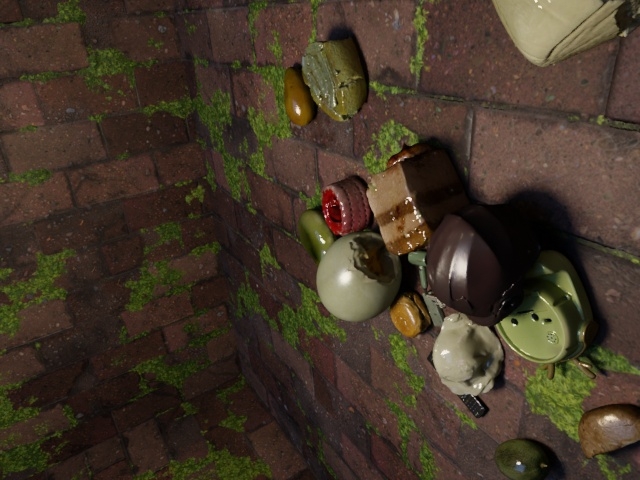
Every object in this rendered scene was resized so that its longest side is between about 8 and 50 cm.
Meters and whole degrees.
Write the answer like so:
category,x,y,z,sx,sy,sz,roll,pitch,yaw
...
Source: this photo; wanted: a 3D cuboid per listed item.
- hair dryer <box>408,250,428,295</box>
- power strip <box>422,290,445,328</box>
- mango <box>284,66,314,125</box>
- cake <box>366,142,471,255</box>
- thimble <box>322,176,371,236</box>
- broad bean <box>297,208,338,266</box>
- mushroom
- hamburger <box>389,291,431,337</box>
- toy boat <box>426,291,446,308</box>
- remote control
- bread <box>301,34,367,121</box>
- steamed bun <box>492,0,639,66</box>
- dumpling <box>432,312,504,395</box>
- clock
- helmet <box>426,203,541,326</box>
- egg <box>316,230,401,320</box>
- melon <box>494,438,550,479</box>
category,x,y,z,sx,sy,sz,roll,pitch,yaw
hair dryer,0.316,0.104,1.436,0.071,0.047,0.150,13,116,57
power strip,0.362,0.220,1.465,0.051,0.019,0.136,-28,83,61
mango,-0.085,-0.534,1.712,0.136,0.099,0.228,156,103,-69
cake,0.255,-0.127,1.253,0.196,0.198,0.293,-33,77,64
thimble,0.090,-0.121,1.625,0.163,0.124,0.190,26,130,57
broad bean,0.001,0.000,1.874,0.291,0.119,0.238,57,159,29
mushroom,0.639,0.424,1.041,0.210,0.072,0.094,114,138,-54
hamburger,0.294,0.247,1.541,0.147,0.083,0.138,64,156,19
toy boat,0.402,0.165,1.309,0.210,0.084,0.066,9,120,49
remote control,0.433,0.453,1.483,0.245,0.025,0.063,51,146,33
bread,0.049,-0.507,1.452,0.257,0.124,0.186,66,152,6
steamed bun,0.380,-0.440,0.745,0.291,0.272,0.273,67,153,14
dumpling,0.419,0.326,1.321,0.193,0.147,0.258,-2,102,29
clock,0.514,0.185,1.087,0.235,0.096,0.308,-33,79,61
helmet,0.337,0.055,1.057,0.225,0.177,0.306,45,123,56
egg,0.121,0.131,1.565,0.278,0.278,0.336,60,149,19
melon,0.552,0.604,1.269,0.114,0.114,0.167,67,155,6
